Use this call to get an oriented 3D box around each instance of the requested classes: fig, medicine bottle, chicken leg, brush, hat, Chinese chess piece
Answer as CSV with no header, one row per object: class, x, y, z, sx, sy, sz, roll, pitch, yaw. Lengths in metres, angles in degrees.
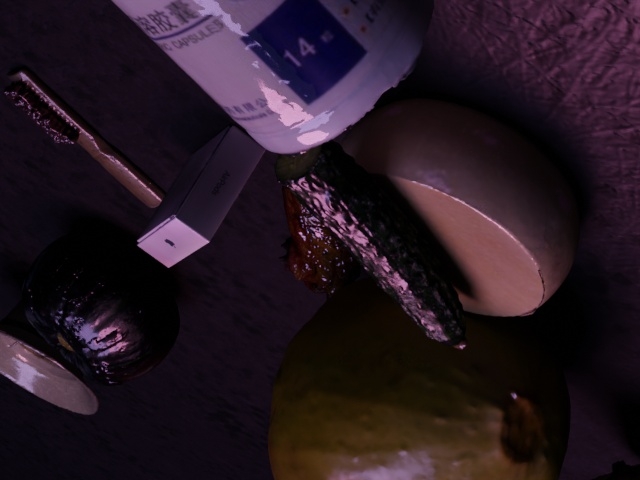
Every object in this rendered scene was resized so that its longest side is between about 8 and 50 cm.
fig,0.117,0.198,1.516,0.343,0.343,0.343,24,155,12
medicine bottle,-0.083,-0.239,1.063,0.190,0.190,0.332,-5,139,50
chicken leg,0.000,0.000,1.582,0.105,0.063,0.234,19,152,10
brush,-0.284,-0.114,1.698,0.248,0.036,0.043,44,156,-29
hat,-0.433,0.157,2.254,0.257,0.130,0.257,24,154,13
Chinese chess piece,0.126,-0.029,1.349,0.250,0.097,0.251,24,155,12

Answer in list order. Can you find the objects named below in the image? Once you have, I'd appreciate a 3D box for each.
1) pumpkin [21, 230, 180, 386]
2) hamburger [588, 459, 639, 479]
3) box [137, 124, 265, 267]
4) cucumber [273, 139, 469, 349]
pumpkin,-0.305,0.093,1.957,0.233,0.163,0.233,34,157,17
hamburger,0.342,0.327,1.624,0.124,0.262,0.131,-7,93,47
box,-0.133,-0.048,1.547,0.051,0.130,0.129,36,155,-14
cucumber,0.062,0.007,1.293,0.067,0.068,0.293,3,146,44
